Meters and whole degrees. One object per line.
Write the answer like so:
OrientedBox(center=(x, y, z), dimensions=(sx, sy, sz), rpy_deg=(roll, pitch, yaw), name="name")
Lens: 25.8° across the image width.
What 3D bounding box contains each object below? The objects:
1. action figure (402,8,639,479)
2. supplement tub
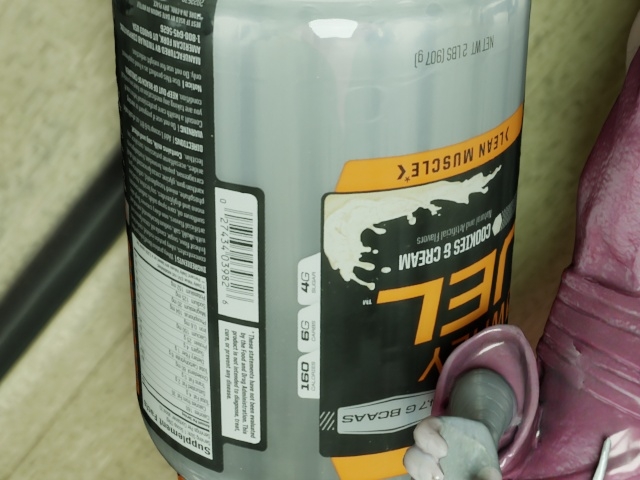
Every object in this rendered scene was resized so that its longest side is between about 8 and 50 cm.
OrientedBox(center=(0.145, 0.035, 0.651), dimensions=(0.248, 0.276, 0.370), rpy_deg=(23, 97, -17), name="action figure")
OrientedBox(center=(0.000, 0.000, 0.695), dimensions=(0.193, 0.193, 0.316), rpy_deg=(-4, 118, -7), name="supplement tub")
